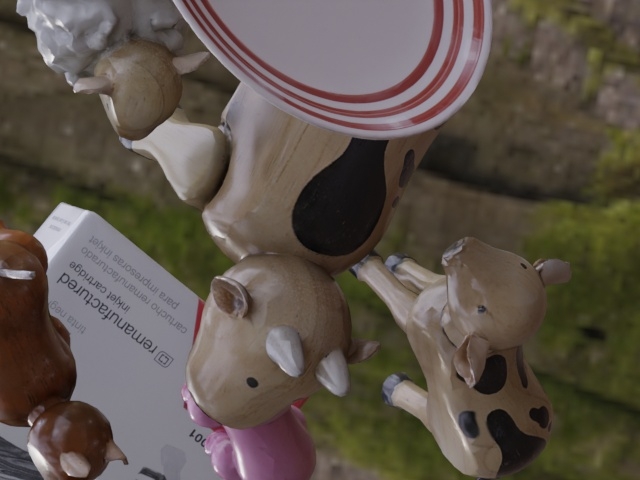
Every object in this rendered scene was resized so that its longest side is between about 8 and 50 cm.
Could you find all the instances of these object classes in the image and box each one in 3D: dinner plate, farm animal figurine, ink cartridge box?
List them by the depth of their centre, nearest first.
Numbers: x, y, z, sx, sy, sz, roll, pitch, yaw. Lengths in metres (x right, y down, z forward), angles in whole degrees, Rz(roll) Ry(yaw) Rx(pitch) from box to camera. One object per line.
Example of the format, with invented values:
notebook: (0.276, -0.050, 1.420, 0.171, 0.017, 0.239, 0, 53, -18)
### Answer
dinner plate: (-0.002, -0.095, 0.645, 0.017, 0.141, 0.141, -36, 43, 46)
farm animal figurine: (0.000, 0.000, 0.894, 0.172, 0.330, 0.327, 35, 116, 51)
ink cartridge box: (-0.172, 0.141, 1.284, 0.273, 0.197, 0.114, -52, 15, -7)
